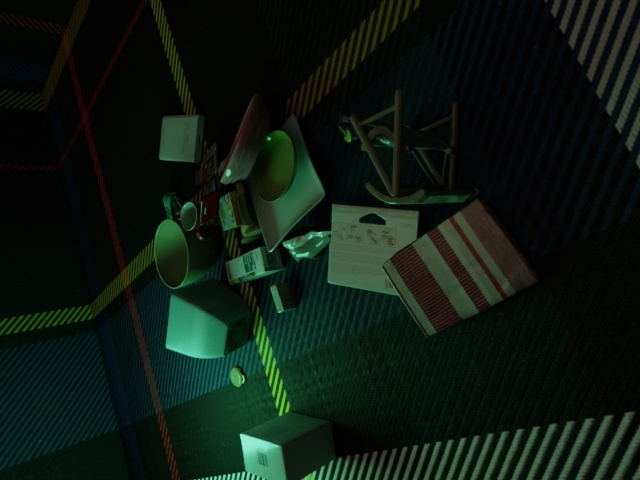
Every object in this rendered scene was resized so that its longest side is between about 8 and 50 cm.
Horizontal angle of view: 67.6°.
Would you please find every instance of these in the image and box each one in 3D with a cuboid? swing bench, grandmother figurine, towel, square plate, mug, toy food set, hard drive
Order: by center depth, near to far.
[{"bbox_3d":[0.233,-0.201,1.161,0.165,0.253,0.254,-18,81,45],"label":"swing bench"},{"bbox_3d":[0.334,0.076,1.196,0.329,0.037,0.237,-38,78,34],"label":"towel"},{"bbox_3d":[-0.121,-0.191,1.633,0.344,0.049,0.347,-43,56,38],"label":"square plate"},{"bbox_3d":[-0.306,-0.162,1.819,0.208,0.104,0.342,-43,61,55],"label":"grandmother figurine"},{"bbox_3d":[-0.457,-0.074,1.916,0.113,0.169,0.150,3,92,41],"label":"mug"},{"bbox_3d":[-0.346,0.565,1.985,0.082,0.020,0.083,56,129,26],"label":"toy food set"},{"bbox_3d":[-0.621,-0.454,2.131,0.307,0.040,0.203,13,98,44],"label":"hard drive"}]

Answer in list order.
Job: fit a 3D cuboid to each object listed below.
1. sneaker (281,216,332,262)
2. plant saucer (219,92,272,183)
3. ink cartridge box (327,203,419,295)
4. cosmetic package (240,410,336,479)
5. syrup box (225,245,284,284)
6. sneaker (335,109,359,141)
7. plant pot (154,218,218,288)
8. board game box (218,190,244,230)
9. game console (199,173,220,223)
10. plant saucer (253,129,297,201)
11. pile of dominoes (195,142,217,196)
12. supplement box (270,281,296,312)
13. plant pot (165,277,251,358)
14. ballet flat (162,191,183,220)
[{"bbox_3d":[0.000,0.000,1.542,0.271,0.100,0.108,-19,106,41],"label":"sneaker"},{"bbox_3d":[-0.253,-0.342,1.662,0.332,0.084,0.332,-58,19,34],"label":"plant saucer"},{"bbox_3d":[0.154,0.023,1.360,0.275,0.060,0.239,8,99,31],"label":"ink cartridge box"},{"bbox_3d":[-0.108,0.694,1.615,0.224,0.225,0.138,-9,91,46],"label":"cosmetic package"},{"bbox_3d":[-0.248,0.094,1.786,0.237,0.096,0.093,-22,78,45],"label":"syrup box"},{"bbox_3d":[0.085,-0.347,1.441,0.053,0.059,0.144,86,163,-48],"label":"sneaker"},{"bbox_3d":[-0.543,0.048,2.008,0.284,0.191,0.284,6,99,45],"label":"plant pot"},{"bbox_3d":[-0.341,-0.103,1.773,0.259,0.039,0.124,173,83,-70],"label":"board game box"},{"bbox_3d":[-0.425,-0.155,1.798,0.085,0.124,0.144,41,143,18],"label":"game console"},{"bbox_3d":[-0.145,-0.246,1.600,0.241,0.037,0.241,-8,79,49],"label":"plant saucer"},{"bbox_3d":[-0.465,-0.269,1.945,0.251,0.040,0.196,165,103,-64],"label":"pile of dominoes"},{"bbox_3d":[-0.133,0.203,1.704,0.036,0.062,0.098,-32,73,41],"label":"supplement box"},{"bbox_3d":[-0.420,0.327,1.890,0.252,0.248,0.247,19,108,26],"label":"plant pot"},{"bbox_3d":[-0.658,-0.110,2.190,0.087,0.083,0.247,-21,81,30],"label":"ballet flat"}]
